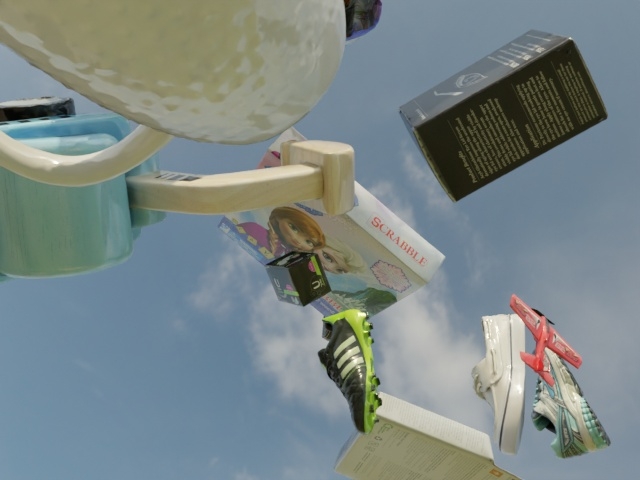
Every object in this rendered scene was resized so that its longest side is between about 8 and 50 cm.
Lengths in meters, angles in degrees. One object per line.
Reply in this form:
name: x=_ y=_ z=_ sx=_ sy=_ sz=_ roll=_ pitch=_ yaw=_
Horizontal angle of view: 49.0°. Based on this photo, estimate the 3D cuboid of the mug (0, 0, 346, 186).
mug: x=-0.171 y=-0.207 z=0.618 sx=0.374 sy=0.276 sz=0.328 roll=-45 pitch=-47 yaw=9

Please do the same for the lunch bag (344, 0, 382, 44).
lunch bag: x=-0.144 y=-0.378 z=1.088 sx=0.328 sy=0.386 sz=0.238 roll=-6 pitch=-108 yaw=58

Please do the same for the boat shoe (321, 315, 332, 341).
boat shoe: x=0.021 y=0.090 z=1.400 sx=0.074 sy=0.080 sz=0.223 roll=14 pitch=-102 yaw=-15

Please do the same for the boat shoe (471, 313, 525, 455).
boat shoe: x=0.293 y=0.229 z=1.163 sx=0.088 sy=0.267 sz=0.096 roll=1 pitch=-42 yaw=17

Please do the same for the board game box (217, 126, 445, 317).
board game box: x=0.000 y=0.000 z=1.191 sx=0.319 sy=0.066 sz=0.318 roll=39 pitch=-30 yaw=-3

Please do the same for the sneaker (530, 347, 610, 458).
sneaker: x=0.489 y=0.333 z=1.480 sx=0.122 sy=0.283 sz=0.110 roll=-30 pitch=-58 yaw=13

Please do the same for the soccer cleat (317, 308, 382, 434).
soccer cleat: x=0.036 y=0.166 z=0.889 sx=0.072 sy=0.178 sz=0.060 roll=-13 pitch=-45 yaw=10

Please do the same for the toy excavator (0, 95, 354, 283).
toy excavator: x=-0.238 y=-0.056 z=0.861 sx=0.445 sy=0.433 sz=0.222 roll=11 pitch=-70 yaw=35

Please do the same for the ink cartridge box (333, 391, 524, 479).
ink cartridge box: x=0.151 y=0.320 z=1.008 sx=0.224 sy=0.045 sz=0.223 roll=24 pitch=-40 yaw=2

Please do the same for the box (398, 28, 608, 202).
box: x=0.216 y=-0.159 z=0.870 sx=0.207 sy=0.153 sz=0.108 roll=-29 pitch=-72 yaw=11

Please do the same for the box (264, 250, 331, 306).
box: x=-0.033 y=0.053 z=1.001 sx=0.083 sy=0.052 sz=0.062 roll=3 pitch=-63 yaw=63

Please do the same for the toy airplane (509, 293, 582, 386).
toy airplane: x=0.319 y=0.150 z=1.006 sx=0.151 sy=0.151 sz=0.028 roll=45 pitch=-59 yaw=-4
